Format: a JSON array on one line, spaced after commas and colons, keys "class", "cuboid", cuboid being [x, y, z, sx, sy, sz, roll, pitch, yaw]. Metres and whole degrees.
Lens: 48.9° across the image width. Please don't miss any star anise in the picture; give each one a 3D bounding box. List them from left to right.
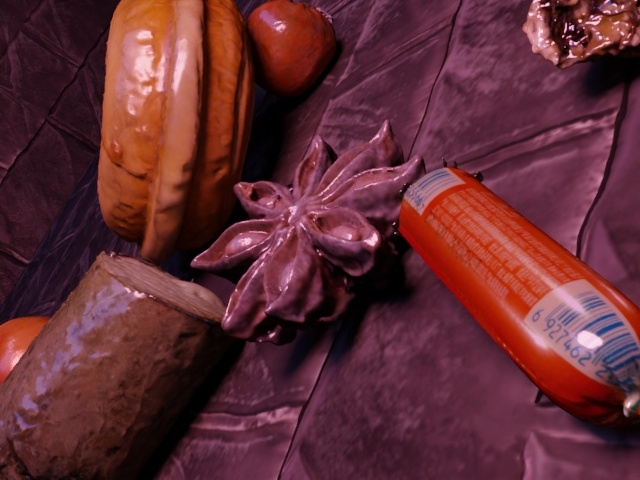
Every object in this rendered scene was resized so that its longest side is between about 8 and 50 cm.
[{"class": "star anise", "cuboid": [-0.001, 0.001, 0.660, 0.236, 0.109, 0.223, -33, 37, 6]}]

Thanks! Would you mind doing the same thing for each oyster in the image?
[{"class": "oyster", "cuboid": [0.268, -0.225, 0.502, 0.214, 0.083, 0.222, -17, 38, 49]}]

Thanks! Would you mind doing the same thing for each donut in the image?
[{"class": "donut", "cuboid": [-0.221, -0.180, 1.034, 0.449, 0.198, 0.448, -174, 90, -72]}]

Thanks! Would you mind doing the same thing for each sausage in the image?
[{"class": "sausage", "cuboid": [0.124, 0.030, 0.438, 0.083, 0.083, 0.264, -50, 27, 11]}]

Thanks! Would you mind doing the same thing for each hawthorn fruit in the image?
[{"class": "hawthorn fruit", "cuboid": [-0.047, -0.284, 1.082, 0.149, 0.149, 0.189, -85, -1, -47]}]

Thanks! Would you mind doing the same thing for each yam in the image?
[{"class": "yam", "cuboid": [-0.244, 0.164, 0.786, 0.300, 0.195, 0.195, -54, 25, -1]}]

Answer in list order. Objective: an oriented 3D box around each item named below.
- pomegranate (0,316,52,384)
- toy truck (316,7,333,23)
[{"class": "pomegranate", "cuboid": [-0.381, 0.197, 0.957, 0.209, 0.209, 0.209, -40, 29, 28]}, {"class": "toy truck", "cuboid": [-0.017, -0.354, 1.189, 0.083, 0.044, 0.039, -59, 29, -9]}]
